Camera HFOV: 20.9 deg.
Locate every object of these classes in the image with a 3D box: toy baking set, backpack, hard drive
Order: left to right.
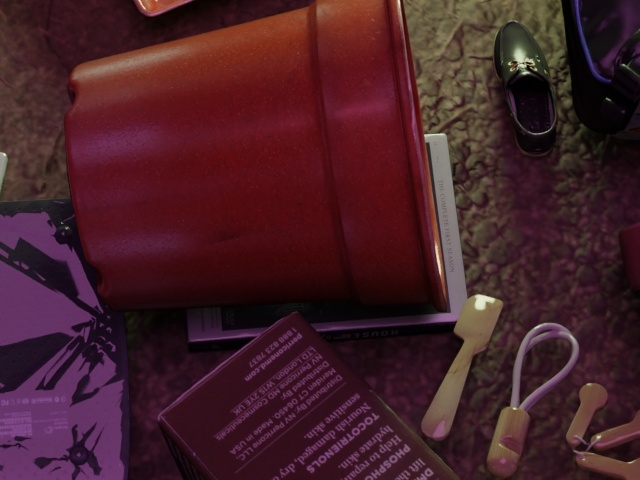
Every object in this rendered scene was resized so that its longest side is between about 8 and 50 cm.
[{"bbox_3d":[-0.245,0.092,1.419,0.172,0.054,0.255,-4,70,-10],"label":"hard drive"},{"bbox_3d":[0.163,0.161,1.379,0.197,0.030,0.256,-35,57,-18],"label":"toy baking set"},{"bbox_3d":[0.338,-0.211,1.489,0.263,0.213,0.276,-7,73,5],"label":"backpack"}]

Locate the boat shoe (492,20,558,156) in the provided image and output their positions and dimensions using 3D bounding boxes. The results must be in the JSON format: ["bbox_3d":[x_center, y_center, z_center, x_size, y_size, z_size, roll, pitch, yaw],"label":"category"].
[{"bbox_3d":[0.184,-0.141,1.546,0.049,0.042,0.133,-8,66,-2],"label":"boat shoe"}]

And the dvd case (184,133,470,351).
[{"bbox_3d":[0.000,0.000,1.488,0.238,0.029,0.179,-5,68,-3],"label":"dvd case"}]

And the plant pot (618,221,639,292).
[{"bbox_3d":[0.355,0.059,1.392,0.201,0.201,0.180,-10,82,-5],"label":"plant pot"}]

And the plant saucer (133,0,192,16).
[{"bbox_3d":[-0.098,-0.344,1.624,0.258,0.048,0.259,-24,69,-11],"label":"plant saucer"}]

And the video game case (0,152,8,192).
[{"bbox_3d":[-0.360,-0.020,1.494,0.157,0.019,0.143,8,67,2],"label":"video game case"}]

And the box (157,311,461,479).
[{"bbox_3d":[0.061,0.247,1.230,0.143,0.191,0.381,-37,63,-14],"label":"box"}]

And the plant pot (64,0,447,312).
[{"bbox_3d":[-0.050,-0.060,1.369,0.265,0.272,0.272,-8,67,5],"label":"plant pot"}]
